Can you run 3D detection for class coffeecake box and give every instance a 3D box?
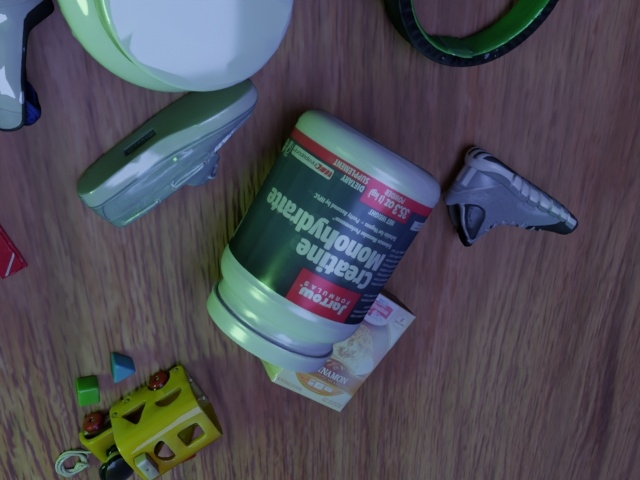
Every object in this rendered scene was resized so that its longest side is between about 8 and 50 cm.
[{"bbox_3d":[0.025,0.139,0.925,0.142,0.068,0.185,33,97,-34],"label":"coffeecake box"}]

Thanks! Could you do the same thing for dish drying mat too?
[{"bbox_3d":[-0.360,0.004,0.702,0.032,0.008,0.083,-27,124,-10],"label":"dish drying mat"}]

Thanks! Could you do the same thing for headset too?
[{"bbox_3d":[0.216,-0.371,0.684,0.243,0.185,0.394,-3,128,-25],"label":"headset"}]

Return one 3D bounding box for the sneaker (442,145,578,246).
[{"bbox_3d":[0.272,-0.036,0.956,0.228,0.086,0.132,29,105,-24],"label":"sneaker"}]

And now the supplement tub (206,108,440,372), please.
[{"bbox_3d":[0.000,0.000,0.766,0.191,0.191,0.272,23,103,-33],"label":"supplement tub"}]

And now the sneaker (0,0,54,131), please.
[{"bbox_3d":[-0.356,-0.142,0.556,0.315,0.127,0.182,-43,123,-3],"label":"sneaker"}]

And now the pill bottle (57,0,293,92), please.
[{"bbox_3d":[-0.132,-0.218,0.519,0.169,0.301,0.169,-11,119,-21],"label":"pill bottle"}]

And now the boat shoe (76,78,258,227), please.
[{"bbox_3d":[-0.159,-0.096,0.715,0.227,0.079,0.081,-34,132,0],"label":"boat shoe"}]

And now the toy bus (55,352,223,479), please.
[{"bbox_3d":[-0.232,0.264,0.841,0.190,0.104,0.202,10,110,-29],"label":"toy bus"}]
